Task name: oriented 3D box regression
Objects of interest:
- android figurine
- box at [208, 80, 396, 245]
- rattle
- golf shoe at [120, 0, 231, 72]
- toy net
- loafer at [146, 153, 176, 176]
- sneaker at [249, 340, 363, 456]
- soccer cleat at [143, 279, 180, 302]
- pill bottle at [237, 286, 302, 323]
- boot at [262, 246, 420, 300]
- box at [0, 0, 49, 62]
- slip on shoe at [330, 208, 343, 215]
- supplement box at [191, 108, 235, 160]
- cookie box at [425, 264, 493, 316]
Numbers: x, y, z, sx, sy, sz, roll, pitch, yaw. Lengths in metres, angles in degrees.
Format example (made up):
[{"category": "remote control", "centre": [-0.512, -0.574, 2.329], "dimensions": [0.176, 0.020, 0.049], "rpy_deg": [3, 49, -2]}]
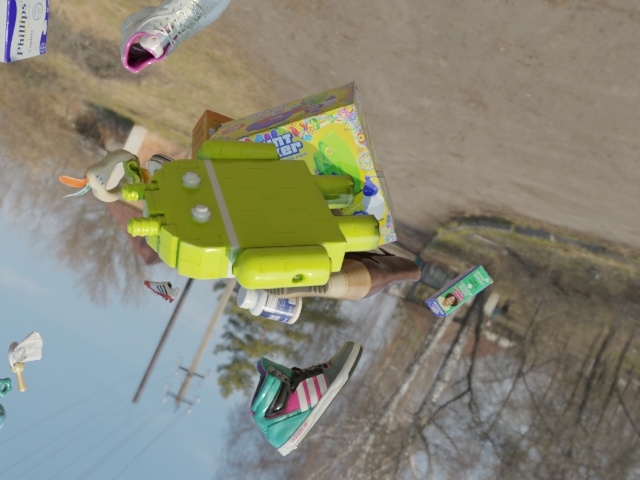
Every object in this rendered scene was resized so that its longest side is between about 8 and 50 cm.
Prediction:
[{"category": "android figurine", "centre": [-0.077, -0.033, 0.756], "dimensions": [0.272, 0.056, 0.248], "rpy_deg": [0, -142, -20]}, {"category": "box", "centre": [-0.030, -0.117, 1.326], "dimensions": [0.289, 0.279, 0.177], "rpy_deg": [-16, -156, 11]}, {"category": "rattle", "centre": [-0.442, -0.113, 1.483], "dimensions": [0.143, 0.130, 0.199], "rpy_deg": [45, -156, 10]}, {"category": "golf shoe", "centre": [-0.298, -0.447, 1.417], "dimensions": [0.306, 0.140, 0.115], "rpy_deg": [-24, 133, 29]}, {"category": "toy net", "centre": [-0.675, 0.292, 1.447], "dimensions": [0.045, 0.232, 0.122], "rpy_deg": [10, 159, 30]}, {"category": "loafer", "centre": [-0.173, -0.060, 0.868], "dimensions": [0.125, 0.039, 0.045], "rpy_deg": [40, 135, -5]}, {"category": "sneaker", "centre": [-0.051, 0.299, 1.502], "dimensions": [0.178, 0.295, 0.124], "rpy_deg": [40, 156, 0]}, {"category": "soccer cleat", "centre": [-0.311, 0.092, 1.339], "dimensions": [0.083, 0.036, 0.029], "rpy_deg": [24, 162, 29]}, {"category": "pill bottle", "centre": [-0.104, 0.123, 1.377], "dimensions": [0.120, 0.067, 0.067], "rpy_deg": [17, -177, -25]}, {"category": "boot", "centre": [0.018, 0.049, 1.163], "dimensions": [0.206, 0.090, 0.248], "rpy_deg": [-5, -167, -42]}, {"category": "box", "centre": [-0.602, -0.425, 1.339], "dimensions": [0.072, 0.126, 0.137], "rpy_deg": [19, -153, 6]}, {"category": "slip on shoe", "centre": [0.000, 0.000, 1.217], "dimensions": [0.051, 0.135, 0.041], "rpy_deg": [33, 177, 4]}, {"category": "supplement box", "centre": [-0.226, -0.164, 1.444], "dimensions": [0.080, 0.078, 0.234], "rpy_deg": [17, -133, -30]}, {"category": "cookie box", "centre": [0.252, 0.093, 1.254], "dimensions": [0.040, 0.107, 0.092], "rpy_deg": [54, 174, 4]}]
